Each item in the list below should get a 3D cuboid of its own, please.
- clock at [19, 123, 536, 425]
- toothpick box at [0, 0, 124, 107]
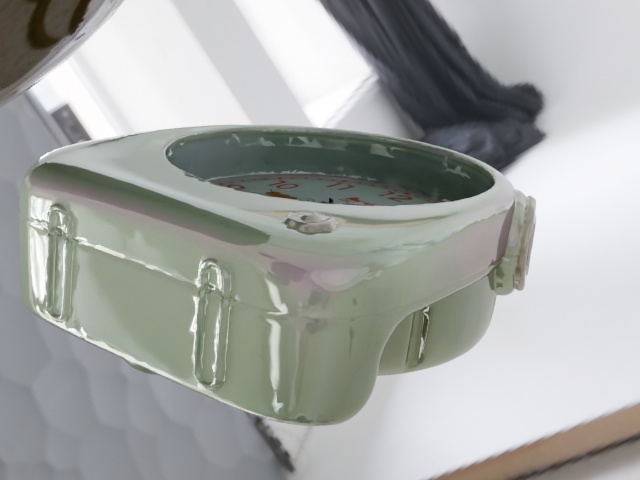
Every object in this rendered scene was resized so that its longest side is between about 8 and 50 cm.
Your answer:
[{"bbox_3d":[0.000,0.000,0.717,0.265,0.108,0.324,17,20,37],"label":"clock"},{"bbox_3d":[-0.252,-0.303,0.658,0.409,0.409,0.425,-14,37,57],"label":"toothpick box"}]
